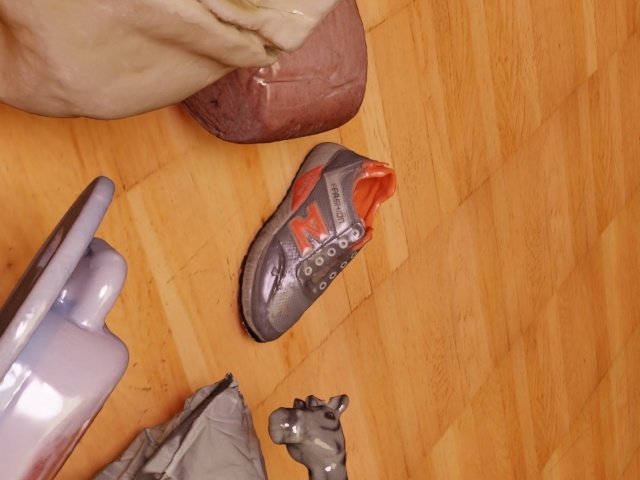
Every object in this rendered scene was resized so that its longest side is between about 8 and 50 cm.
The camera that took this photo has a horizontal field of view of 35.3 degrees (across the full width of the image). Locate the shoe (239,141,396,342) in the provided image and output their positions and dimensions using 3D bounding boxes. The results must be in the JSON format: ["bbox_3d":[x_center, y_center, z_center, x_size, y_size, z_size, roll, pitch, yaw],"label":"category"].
[{"bbox_3d":[0.000,0.001,0.852,0.194,0.077,0.074,-63,142,-22],"label":"shoe"}]

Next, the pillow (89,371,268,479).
[{"bbox_3d":[-0.122,0.274,0.715,0.283,0.138,0.310,-30,127,-59],"label":"pillow"}]

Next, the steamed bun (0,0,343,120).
[{"bbox_3d":[-0.073,-0.225,0.535,0.289,0.203,0.276,-30,105,-28],"label":"steamed bun"}]

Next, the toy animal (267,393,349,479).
[{"bbox_3d":[-0.007,0.244,0.677,0.170,0.090,0.255,-58,155,-73],"label":"toy animal"}]

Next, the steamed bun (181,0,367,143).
[{"bbox_3d":[-0.050,-0.156,0.727,0.145,0.106,0.175,-19,101,-44],"label":"steamed bun"}]

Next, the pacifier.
[{"bbox_3d":[-0.223,0.059,0.521,0.207,0.227,0.279,34,91,-18],"label":"pacifier"}]
